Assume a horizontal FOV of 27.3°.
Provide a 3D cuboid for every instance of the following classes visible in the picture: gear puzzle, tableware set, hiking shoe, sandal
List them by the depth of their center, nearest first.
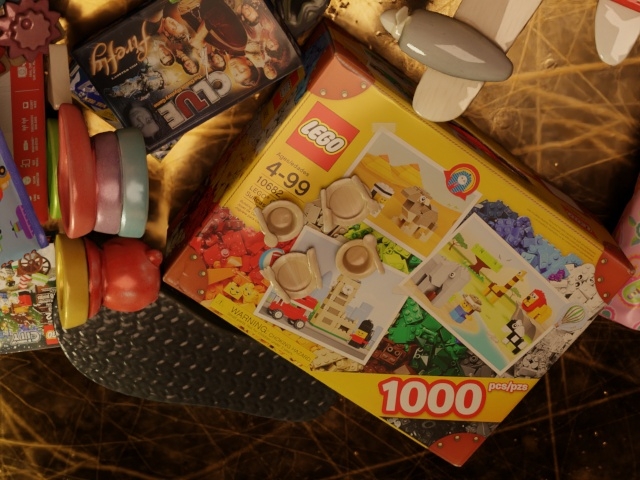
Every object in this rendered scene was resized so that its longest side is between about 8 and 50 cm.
[{"bbox_3d":[-0.468,-0.221,1.545,0.339,0.044,0.175,-35,126,-16],"label":"gear puzzle"},{"bbox_3d":[0.000,0.000,1.639,0.168,0.020,0.141,-17,113,3],"label":"tableware set"},{"bbox_3d":[-0.069,-0.302,1.678,0.114,0.086,0.227,37,106,-22],"label":"hiking shoe"},{"bbox_3d":[-0.179,0.149,1.864,0.445,0.107,0.167,21,109,-27],"label":"sandal"}]

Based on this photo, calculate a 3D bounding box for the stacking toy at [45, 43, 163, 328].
[{"bbox_3d":[-0.265,-0.071,1.644,0.130,0.279,0.309,-3,145,-16],"label":"stacking toy"}]

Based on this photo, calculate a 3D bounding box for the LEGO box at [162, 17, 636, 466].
[{"bbox_3d":[0.098,0.010,1.768,0.500,0.193,0.372,33,106,-17],"label":"LEGO box"}]

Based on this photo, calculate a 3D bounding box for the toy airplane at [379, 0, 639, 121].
[{"bbox_3d":[0.228,-0.359,1.500,0.384,0.272,0.386,-13,87,31],"label":"toy airplane"}]

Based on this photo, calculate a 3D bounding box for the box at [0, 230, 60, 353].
[{"bbox_3d":[-0.468,0.080,1.826,0.233,0.044,0.159,-7,113,-2],"label":"box"}]

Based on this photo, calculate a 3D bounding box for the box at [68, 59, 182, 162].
[{"bbox_3d":[-0.258,-0.180,1.730,0.169,0.054,0.059,37,105,-19],"label":"box"}]

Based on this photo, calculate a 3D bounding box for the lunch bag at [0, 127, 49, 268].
[{"bbox_3d":[-0.476,-0.087,1.526,0.221,0.138,0.293,-27,129,-20],"label":"lunch bag"}]

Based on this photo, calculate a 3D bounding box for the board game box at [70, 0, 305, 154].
[{"bbox_3d":[-0.164,-0.233,1.650,0.243,0.042,0.165,-29,112,13],"label":"board game box"}]

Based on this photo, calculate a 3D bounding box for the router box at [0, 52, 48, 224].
[{"bbox_3d":[-0.497,-0.164,1.634,0.301,0.082,0.335,-11,117,-29],"label":"router box"}]

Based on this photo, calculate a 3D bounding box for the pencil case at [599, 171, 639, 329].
[{"bbox_3d":[0.465,-0.009,1.832,0.124,0.124,0.284,15,108,-11],"label":"pencil case"}]

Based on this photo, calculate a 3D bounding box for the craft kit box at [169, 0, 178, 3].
[{"bbox_3d":[-0.204,-0.421,1.529,0.061,0.246,0.250,-22,114,5],"label":"craft kit box"}]
